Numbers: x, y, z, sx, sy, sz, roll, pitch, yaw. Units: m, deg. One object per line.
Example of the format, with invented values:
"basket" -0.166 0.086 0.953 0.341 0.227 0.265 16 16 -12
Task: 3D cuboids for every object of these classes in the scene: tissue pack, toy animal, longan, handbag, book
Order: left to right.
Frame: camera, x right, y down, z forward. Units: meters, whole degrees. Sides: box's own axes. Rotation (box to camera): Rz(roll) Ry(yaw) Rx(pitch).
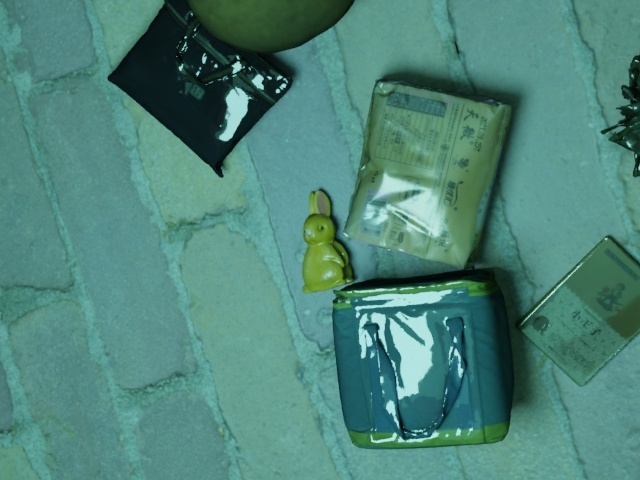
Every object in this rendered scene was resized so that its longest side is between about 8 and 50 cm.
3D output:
"handbag" -0.192 -0.257 1.576 0.254 0.089 0.211 41 112 5
"longan" -0.077 -0.398 1.444 0.258 0.258 0.258 2 99 15
"toy animal" -0.004 0.001 1.577 0.083 0.070 0.159 -11 90 18
"handbag" 0.152 0.173 1.481 0.263 0.222 0.241 -4 92 15
"tissue pack" 0.154 -0.102 1.488 0.215 0.123 0.256 14 102 11
"book" 0.412 0.109 1.504 0.138 0.016 0.198 44 106 5

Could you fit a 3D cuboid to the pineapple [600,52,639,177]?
"pineapple" 0.497 -0.239 1.373 0.169 0.169 0.340 27 115 10
